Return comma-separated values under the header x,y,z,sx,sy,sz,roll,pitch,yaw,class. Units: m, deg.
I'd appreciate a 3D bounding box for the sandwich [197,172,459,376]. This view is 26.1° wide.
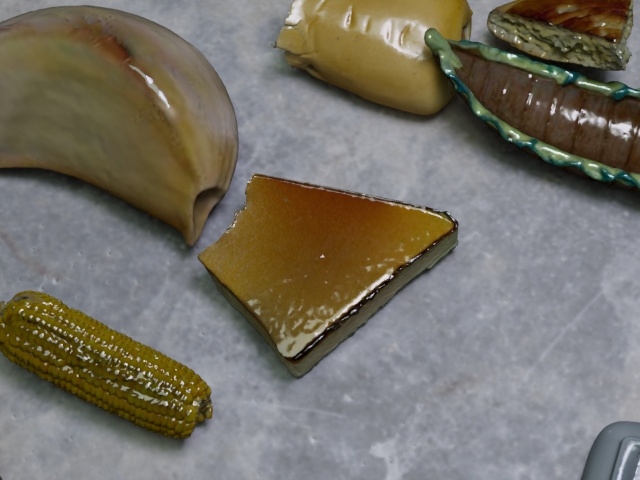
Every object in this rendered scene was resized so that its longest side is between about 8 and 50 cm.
x,y,z,sx,sy,sz,roll,pitch,yaw,class
0.000,0.000,1.212,0.193,0.058,0.162,-38,70,-13,sandwich

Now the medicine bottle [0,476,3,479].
x,y,z,sx,sy,sz,roll,pitch,yaw,class
-0.312,0.191,1.043,0.122,0.212,0.121,0,66,1,medicine bottle

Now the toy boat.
x,y,z,sx,sy,sz,roll,pitch,yaw,class
0.223,-0.113,1.244,0.293,0.099,0.108,21,65,1,toy boat

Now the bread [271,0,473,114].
x,y,z,sx,sy,sz,roll,pitch,yaw,class
0.056,-0.199,1.288,0.173,0.085,0.134,17,67,9,bread

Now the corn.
x,y,z,sx,sy,sz,roll,pitch,yaw,class
-0.186,0.105,1.162,0.207,0.068,0.068,27,68,10,corn

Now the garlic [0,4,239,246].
x,y,z,sx,sy,sz,roll,pitch,yaw,class
-0.237,-0.122,1.234,0.339,0.151,0.196,12,79,7,garlic

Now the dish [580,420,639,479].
x,y,z,sx,sy,sz,roll,pitch,yaw,class
0.263,0.240,1.073,0.151,0.077,0.212,13,66,20,dish

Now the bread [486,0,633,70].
x,y,z,sx,sy,sz,roll,pitch,yaw,class
0.223,-0.199,1.289,0.136,0.054,0.154,5,30,10,bread
